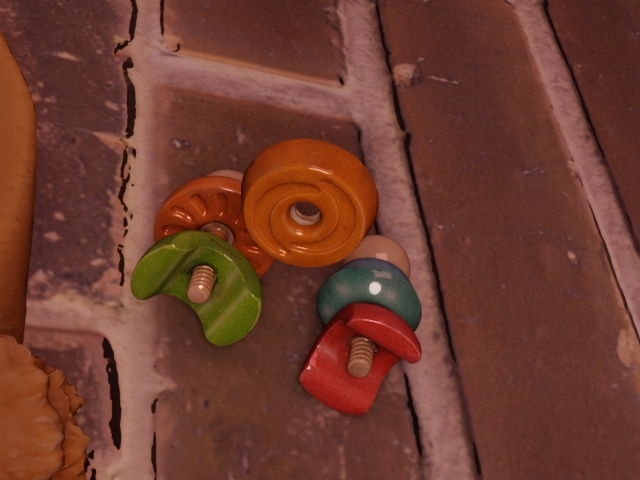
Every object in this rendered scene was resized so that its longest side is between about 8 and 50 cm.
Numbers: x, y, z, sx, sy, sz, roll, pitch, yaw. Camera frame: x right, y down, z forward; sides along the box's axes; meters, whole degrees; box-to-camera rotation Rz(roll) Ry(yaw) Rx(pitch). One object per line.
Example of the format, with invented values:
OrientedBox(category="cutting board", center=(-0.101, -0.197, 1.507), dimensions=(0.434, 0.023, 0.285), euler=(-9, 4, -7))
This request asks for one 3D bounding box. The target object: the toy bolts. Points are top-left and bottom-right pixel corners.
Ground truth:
OrientedBox(category="toy bolts", center=(0.000, 0.000, 0.918), dimensions=(0.228, 0.218, 0.158), euler=(36, 33, -16))

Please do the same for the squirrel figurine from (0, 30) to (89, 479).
OrientedBox(category="squirrel figurine", center=(-0.311, 0.059, 0.623), dimensions=(0.397, 0.370, 0.281), euler=(57, 47, -15))
